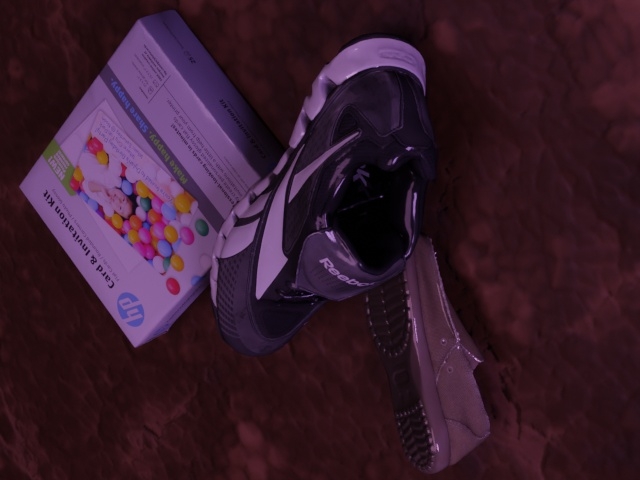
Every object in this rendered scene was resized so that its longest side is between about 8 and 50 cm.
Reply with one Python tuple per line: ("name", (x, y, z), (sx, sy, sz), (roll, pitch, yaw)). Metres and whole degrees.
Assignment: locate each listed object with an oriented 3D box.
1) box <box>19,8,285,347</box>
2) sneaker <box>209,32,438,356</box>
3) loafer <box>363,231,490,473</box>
("box", (-0.110, -0.038, 1.000), (0.145, 0.038, 0.186), (53, 132, 9))
("sneaker", (0.000, 0.000, 0.874), (0.234, 0.078, 0.106), (-59, 33, 34))
("loafer", (0.064, 0.062, 0.895), (0.056, 0.050, 0.148), (-16, 82, 60))
